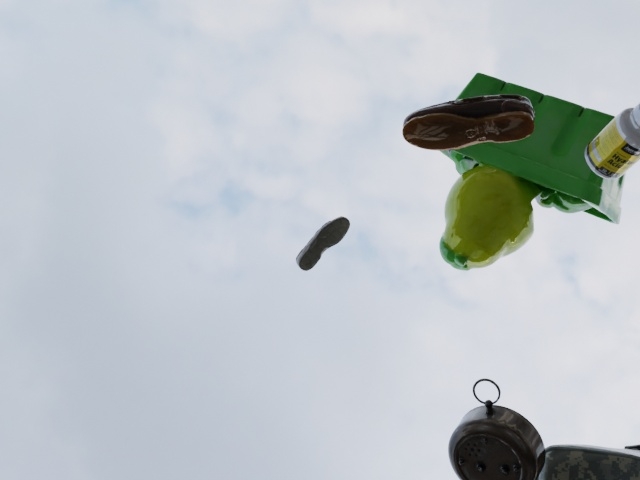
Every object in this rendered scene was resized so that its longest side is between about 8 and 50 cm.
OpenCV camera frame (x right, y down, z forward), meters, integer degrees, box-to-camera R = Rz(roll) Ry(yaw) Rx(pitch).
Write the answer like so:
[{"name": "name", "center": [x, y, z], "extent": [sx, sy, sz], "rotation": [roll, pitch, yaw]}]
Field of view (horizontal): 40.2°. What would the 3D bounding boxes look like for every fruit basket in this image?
[{"name": "fruit basket", "center": [0.366, -0.097, 1.660], "extent": [0.283, 0.392, 0.392], "rotation": [17, -133, -60]}]

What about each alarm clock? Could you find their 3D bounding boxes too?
[{"name": "alarm clock", "center": [0.241, 0.282, 1.220], "extent": [0.064, 0.129, 0.192], "rotation": [-29, -67, -55]}]

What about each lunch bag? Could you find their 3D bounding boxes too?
[{"name": "lunch bag", "center": [0.473, 0.476, 1.402], "extent": [0.256, 0.212, 0.305], "rotation": [24, -112, -54]}]

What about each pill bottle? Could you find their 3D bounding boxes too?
[{"name": "pill bottle", "center": [0.413, -0.137, 1.172], "extent": [0.065, 0.116, 0.065], "rotation": [9, -121, -15]}]

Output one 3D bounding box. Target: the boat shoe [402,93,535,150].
[{"name": "boat shoe", "center": [0.234, -0.191, 1.388], "extent": [0.207, 0.073, 0.073], "rotation": [-1, -134, 7]}]

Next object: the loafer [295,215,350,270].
[{"name": "loafer", "center": [0.000, 0.000, 1.600], "extent": [0.125, 0.039, 0.045], "rotation": [-46, -62, -2]}]
